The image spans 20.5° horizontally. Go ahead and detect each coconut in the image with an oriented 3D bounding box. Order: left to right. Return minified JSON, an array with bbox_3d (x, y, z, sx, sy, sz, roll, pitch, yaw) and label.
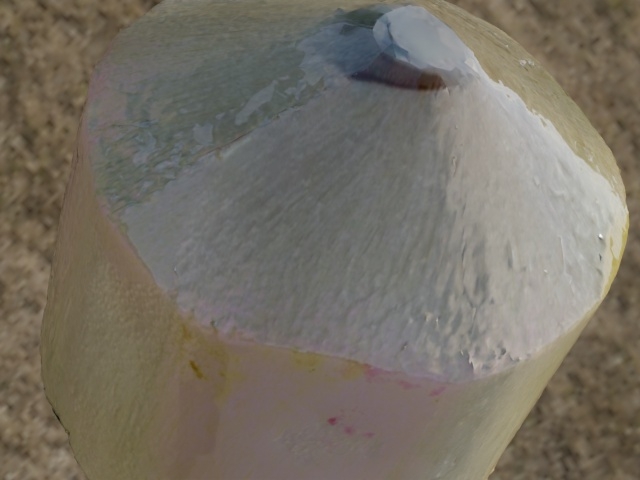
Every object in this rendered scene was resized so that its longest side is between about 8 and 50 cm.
[{"bbox_3d":[0.000,0.000,0.475,0.147,0.152,0.147,12,44,-12],"label":"coconut"}]
